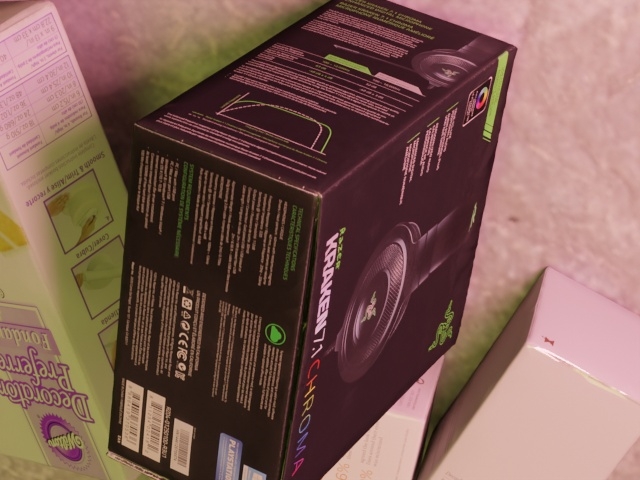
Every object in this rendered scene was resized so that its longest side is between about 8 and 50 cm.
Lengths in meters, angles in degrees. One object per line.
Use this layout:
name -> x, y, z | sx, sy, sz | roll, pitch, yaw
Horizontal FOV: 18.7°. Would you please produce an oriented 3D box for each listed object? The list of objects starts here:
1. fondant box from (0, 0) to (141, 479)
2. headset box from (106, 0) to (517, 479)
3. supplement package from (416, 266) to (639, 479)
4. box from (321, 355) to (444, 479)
fondant box -> -0.235, -0.002, 1.366 | 0.238, 0.096, 0.330 | 6, 126, 44
headset box -> 0.000, 0.000, 1.253 | 0.131, 0.283, 0.246 | 22, 123, 21
supplement package -> 0.155, 0.129, 1.379 | 0.105, 0.105, 0.179 | 29, 123, -2
box -> -0.008, 0.135, 1.436 | 0.170, 0.091, 0.130 | 16, 122, 6
